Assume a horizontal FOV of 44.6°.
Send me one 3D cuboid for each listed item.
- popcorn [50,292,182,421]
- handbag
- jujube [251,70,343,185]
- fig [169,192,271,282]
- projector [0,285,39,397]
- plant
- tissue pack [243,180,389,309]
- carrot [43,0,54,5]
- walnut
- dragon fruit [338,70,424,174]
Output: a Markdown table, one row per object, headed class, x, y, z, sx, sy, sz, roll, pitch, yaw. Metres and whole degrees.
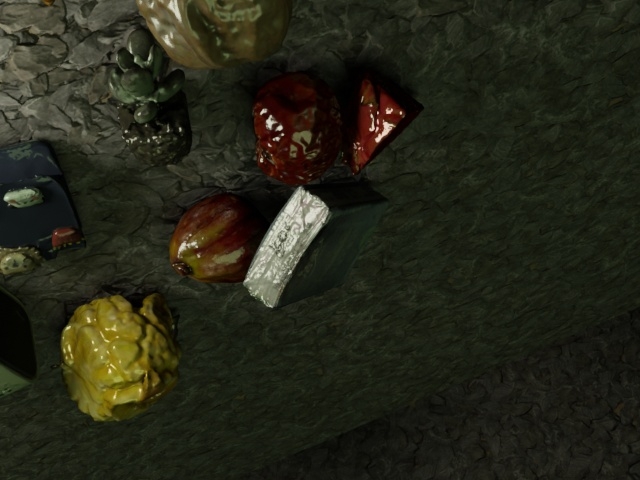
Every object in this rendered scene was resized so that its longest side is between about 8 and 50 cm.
| class | x | y | z | sx | sy | sz | roll | pitch | yaw |
| --- | --- | --- | --- | --- | --- | --- | --- | --- | --- |
| popcorn | -0.515 | 0.301 | 2.093 | 0.382 | 0.349 | 0.349 | -24 | 157 | -49 |
| handbag | -0.676 | -0.044 | 1.656 | 0.303 | 0.122 | 0.329 | -15 | 147 | -13 |
| jujube | -0.049 | -0.237 | 1.672 | 0.213 | 0.213 | 0.232 | -17 | 155 | -9 |
| fig | -0.237 | 0.000 | 1.896 | 0.263 | 0.224 | 0.224 | 0 | 140 | -20 |
| projector | -0.847 | 0.253 | 1.840 | 0.249 | 0.248 | 0.248 | -25 | 146 | 3 |
| plant | -0.329 | -0.268 | 1.523 | 0.149 | 0.146 | 0.274 | -14 | 145 | -8 |
| tissue pack | 0.000 | 0.000 | 1.918 | 0.288 | 0.124 | 0.394 | -61 | 161 | 17 |
| carrot | -0.488 | -0.454 | 1.276 | 0.047 | 0.047 | 0.191 | -27 | 152 | 6 |
| walnut | -0.182 | -0.416 | 1.337 | 0.273 | 0.227 | 0.273 | -13 | 142 | -10 |
| dragon fruit | 0.097 | -0.264 | 1.730 | 0.205 | 0.152 | 0.317 | -49 | 178 | 16 |
